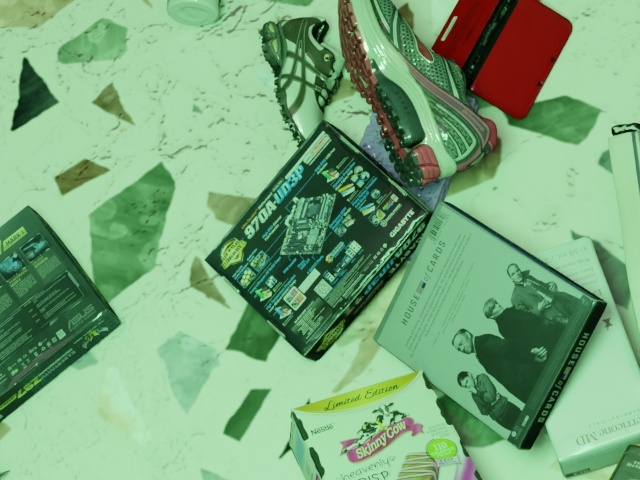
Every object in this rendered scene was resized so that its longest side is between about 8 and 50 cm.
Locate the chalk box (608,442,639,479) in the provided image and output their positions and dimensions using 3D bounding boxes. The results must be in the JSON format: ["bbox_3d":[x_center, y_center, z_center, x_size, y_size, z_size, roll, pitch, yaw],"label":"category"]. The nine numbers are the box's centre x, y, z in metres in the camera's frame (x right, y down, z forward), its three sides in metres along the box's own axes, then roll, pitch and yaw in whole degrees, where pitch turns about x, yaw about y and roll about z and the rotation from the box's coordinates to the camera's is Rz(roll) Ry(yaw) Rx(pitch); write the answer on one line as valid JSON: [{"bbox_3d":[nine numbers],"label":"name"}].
[{"bbox_3d":[0.351,0.292,1.623,0.132,0.213,0.132,11,104,19],"label":"chalk box"}]

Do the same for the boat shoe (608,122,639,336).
[{"bbox_3d":[0.411,0.012,1.741,0.158,0.127,0.340,-12,65,16],"label":"boat shoe"}]

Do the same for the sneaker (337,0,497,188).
[{"bbox_3d":[0.100,-0.197,1.882,0.112,0.121,0.299,-19,67,-11],"label":"sneaker"}]

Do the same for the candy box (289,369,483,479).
[{"bbox_3d":[0.081,0.261,1.700,0.159,0.071,0.233,-16,51,-17],"label":"candy box"}]

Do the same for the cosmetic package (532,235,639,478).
[{"bbox_3d":[0.277,0.126,1.753,0.117,0.085,0.231,-20,64,5],"label":"cosmetic package"}]

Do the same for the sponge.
[{"bbox_3d":[0.097,-0.085,1.909,0.117,0.031,0.210,16,74,20],"label":"sponge"}]

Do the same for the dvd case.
[{"bbox_3d":[0.176,0.088,1.749,0.238,0.029,0.179,36,105,41],"label":"dvd case"}]

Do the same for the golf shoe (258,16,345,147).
[{"bbox_3d":[-0.010,-0.189,1.952,0.094,0.077,0.198,-18,67,5],"label":"golf shoe"}]

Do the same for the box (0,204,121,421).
[{"bbox_3d":[-0.380,0.098,1.930,0.232,0.059,0.183,-39,65,-4],"label":"box"}]

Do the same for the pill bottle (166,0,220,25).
[{"bbox_3d":[-0.155,-0.338,2.051,0.067,0.067,0.120,-1,69,13],"label":"pill bottle"}]

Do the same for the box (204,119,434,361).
[{"bbox_3d":[0.000,0.000,1.859,0.175,0.051,0.220,42,96,23],"label":"box"}]

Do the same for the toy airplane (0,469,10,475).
[{"bbox_3d":[-0.425,0.291,1.855,0.151,0.028,0.151,0,91,-18],"label":"toy airplane"}]

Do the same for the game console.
[{"bbox_3d":[0.208,-0.227,1.951,0.124,0.085,0.144,12,68,50],"label":"game console"}]
